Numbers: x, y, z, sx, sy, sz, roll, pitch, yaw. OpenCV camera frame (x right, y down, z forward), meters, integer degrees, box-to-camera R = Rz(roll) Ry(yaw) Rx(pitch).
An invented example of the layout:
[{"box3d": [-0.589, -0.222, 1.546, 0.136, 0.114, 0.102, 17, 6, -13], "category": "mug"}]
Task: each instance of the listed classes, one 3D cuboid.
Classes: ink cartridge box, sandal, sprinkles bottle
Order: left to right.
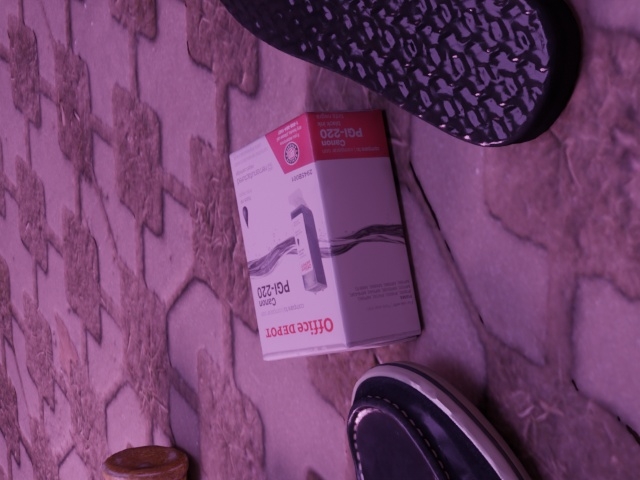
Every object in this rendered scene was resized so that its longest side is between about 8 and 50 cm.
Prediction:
[{"box3d": [-0.239, 0.474, 1.286, 0.121, 0.121, 0.355, 10, 103, 55], "category": "sprinkles bottle"}, {"box3d": [0.000, 0.000, 0.885, 0.158, 0.092, 0.218, -18, 82, 56], "category": "ink cartridge box"}, {"box3d": [0.040, -0.221, 0.801, 0.446, 0.107, 0.167, 41, 128, 29], "category": "sandal"}]

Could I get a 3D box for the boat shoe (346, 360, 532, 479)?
[{"box3d": [0.107, 0.337, 0.724, 0.187, 0.156, 0.500, -39, 62, 53], "category": "boat shoe"}]
